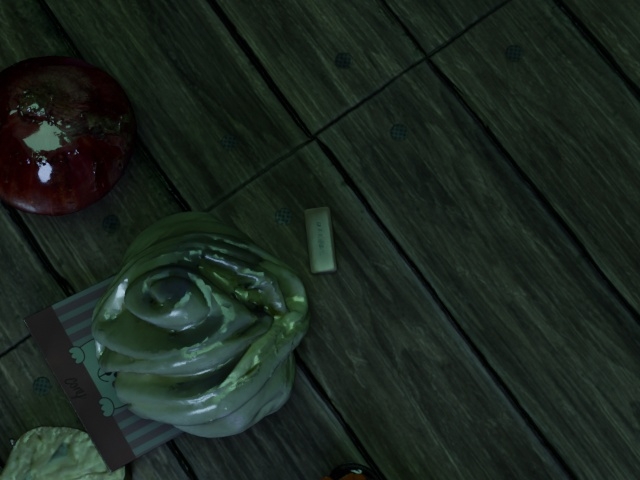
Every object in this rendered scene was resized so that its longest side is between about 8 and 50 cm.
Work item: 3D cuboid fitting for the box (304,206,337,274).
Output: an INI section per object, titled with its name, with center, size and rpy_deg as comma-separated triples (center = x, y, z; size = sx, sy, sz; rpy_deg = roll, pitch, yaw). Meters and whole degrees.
[box]
center = 0.000, 0.000, 1.969
size = 0.048, 0.025, 0.115
rpy_deg = -6, 76, 0

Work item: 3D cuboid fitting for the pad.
[pad]
center = -0.332, 0.208, 1.910
size = 0.202, 0.005, 0.300
rpy_deg = -27, 73, -22

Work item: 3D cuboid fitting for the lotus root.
[lotus root]
center = -0.437, 0.386, 1.878
size = 0.261, 0.074, 0.170
rpy_deg = -8, 75, 2

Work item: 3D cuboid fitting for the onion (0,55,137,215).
[onion]
center = -0.443, -0.179, 1.924
size = 0.276, 0.276, 0.276
rpy_deg = -1, 77, 3

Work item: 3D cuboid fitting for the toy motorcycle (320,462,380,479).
[toy motorcycle]
center = 0.076, 0.487, 1.760
size = 0.221, 0.148, 0.325
rpy_deg = -19, 54, -35

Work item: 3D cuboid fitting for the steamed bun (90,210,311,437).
[steamed bun]
center = -0.186, 0.122, 1.826
size = 0.339, 0.247, 0.352
rpy_deg = 19, 67, 4
